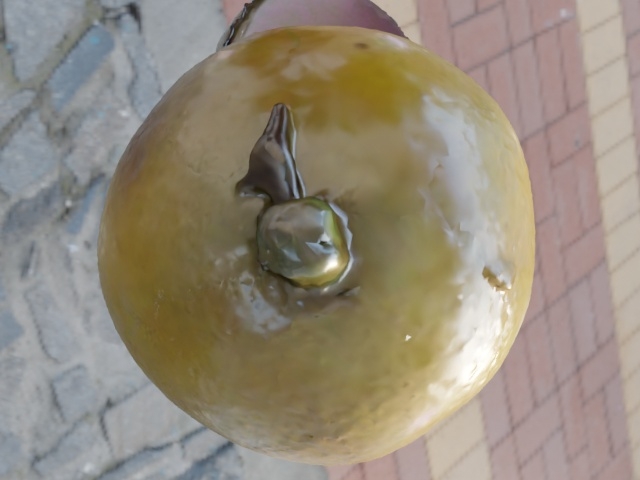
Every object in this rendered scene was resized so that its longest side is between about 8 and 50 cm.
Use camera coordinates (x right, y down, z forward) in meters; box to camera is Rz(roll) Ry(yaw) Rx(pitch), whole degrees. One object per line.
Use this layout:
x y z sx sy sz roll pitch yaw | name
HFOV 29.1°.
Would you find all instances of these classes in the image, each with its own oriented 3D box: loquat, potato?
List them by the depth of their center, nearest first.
0.000 0.000 0.894 0.359 0.329 0.328 23 75 -88 | loquat
-0.012 -0.159 1.287 0.229 0.266 0.229 0 102 -2 | potato
